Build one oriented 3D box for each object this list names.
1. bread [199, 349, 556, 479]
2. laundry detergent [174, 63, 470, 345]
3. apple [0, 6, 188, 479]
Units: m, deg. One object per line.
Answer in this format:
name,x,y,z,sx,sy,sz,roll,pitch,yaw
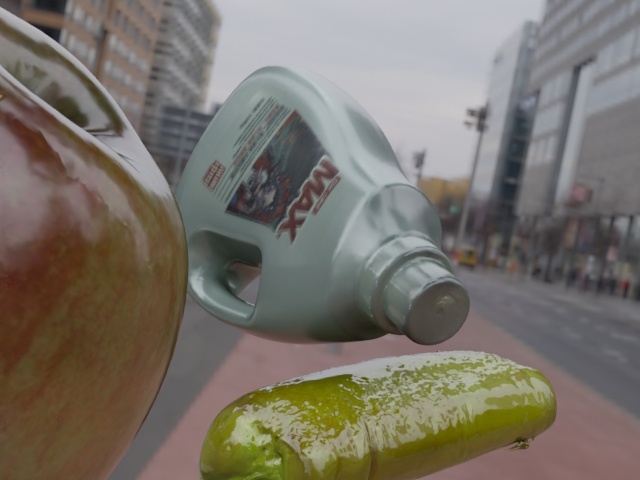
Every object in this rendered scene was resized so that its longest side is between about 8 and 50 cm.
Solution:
bread,0.060,0.168,1.339,0.384,0.112,0.166,-8,1,-41
laundry detergent,0.000,0.000,1.338,0.125,0.264,0.398,30,6,-37
apple,-0.186,0.014,0.569,0.257,0.234,0.257,40,14,-12
